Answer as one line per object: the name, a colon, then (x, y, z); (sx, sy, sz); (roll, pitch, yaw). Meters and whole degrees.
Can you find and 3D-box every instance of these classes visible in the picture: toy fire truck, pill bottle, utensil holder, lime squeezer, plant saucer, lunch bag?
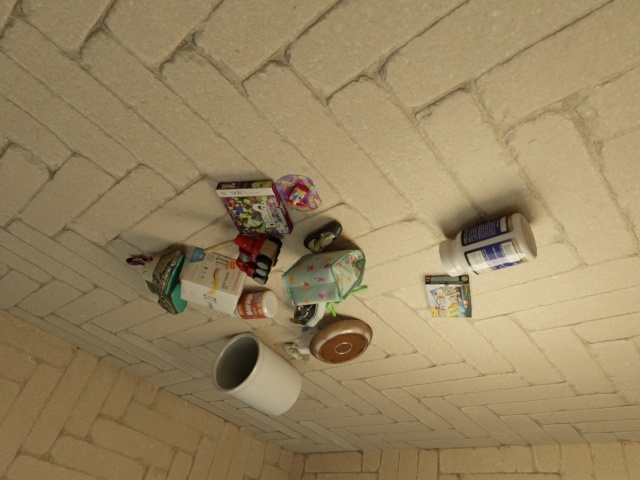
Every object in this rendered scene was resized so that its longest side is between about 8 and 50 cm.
toy fire truck: (-0.295, 0.054, 1.692); (0.246, 0.158, 0.217); (26, 150, 1)
pill bottle: (0.522, 0.023, 1.408); (0.264, 0.153, 0.153); (-21, 130, 36)
utensil holder: (-0.331, 0.725, 2.396); (0.327, 0.328, 0.385); (-16, 136, 32)
lime squeezer: (0.084, 0.266, 1.915); (0.110, 0.059, 0.310); (24, 140, -12)
pill bottle: (-0.310, 0.294, 2.014); (0.216, 0.121, 0.121); (-9, 136, 25)
plant saucer: (0.102, 0.488, 2.087); (0.310, 0.050, 0.311); (-8, 132, -9)
lunch bag: (0.025, 0.116, 1.604); (0.223, 0.262, 0.160); (-11, 104, 30)

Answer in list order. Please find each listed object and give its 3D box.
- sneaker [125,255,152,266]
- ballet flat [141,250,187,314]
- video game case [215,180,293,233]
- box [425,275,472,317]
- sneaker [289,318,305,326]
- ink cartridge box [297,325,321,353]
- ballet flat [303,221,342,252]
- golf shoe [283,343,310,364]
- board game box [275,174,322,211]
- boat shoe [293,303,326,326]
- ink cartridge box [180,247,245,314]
sneaker: (-0.802, 0.087, 1.976); (0.119, 0.047, 0.057); (7, 136, -4)
ballet flat: (-0.695, 0.182, 1.973); (0.182, 0.164, 0.483); (21, 145, 0)
video game case: (-0.226, -0.110, 1.559); (0.210, 0.042, 0.232); (1, 140, 18)
box: (0.503, 0.222, 1.743); (0.159, 0.044, 0.233); (-3, 139, 20)
sneaker: (-0.112, 0.403, 2.159); (0.083, 0.032, 0.037); (16, 141, -2)
ink cartridge box: (-0.052, 0.485, 2.168); (0.088, 0.122, 0.052); (-9, 136, 26)
ballet flat: (0.000, 0.000, 1.604); (0.074, 0.074, 0.203); (34, 138, -24)
golf shoe: (-0.127, 0.603, 2.399); (0.086, 0.069, 0.176); (3, 142, 46)
board game box: (-0.072, -0.143, 1.480); (0.133, 0.033, 0.169); (-4, 139, 21)
boat shoe: (-0.050, 0.287, 1.926); (0.119, 0.121, 0.335); (13, 144, -6)
ink cartridge box: (-0.441, 0.171, 1.864); (0.232, 0.171, 0.168); (18, 141, -6)
